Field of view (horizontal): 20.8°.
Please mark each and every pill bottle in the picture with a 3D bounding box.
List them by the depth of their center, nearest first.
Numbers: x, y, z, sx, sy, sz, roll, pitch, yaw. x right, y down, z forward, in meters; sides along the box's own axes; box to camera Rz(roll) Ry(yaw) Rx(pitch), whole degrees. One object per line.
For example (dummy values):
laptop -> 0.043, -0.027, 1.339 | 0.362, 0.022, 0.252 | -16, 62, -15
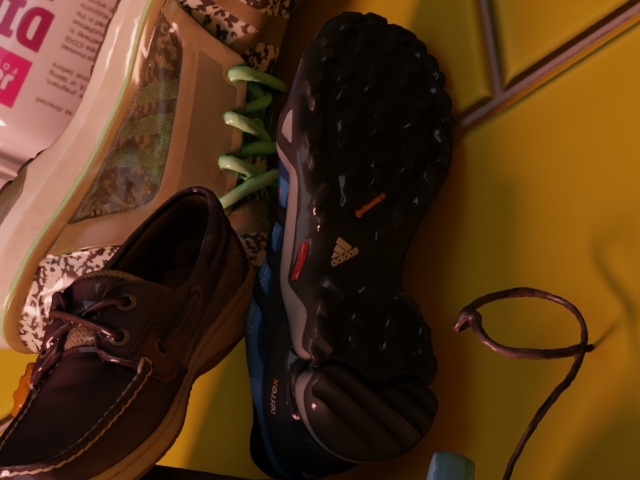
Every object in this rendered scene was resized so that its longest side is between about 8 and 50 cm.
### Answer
pill bottle -> -0.197, -0.152, 1.325 | 0.160, 0.160, 0.283 | 35, 101, 53

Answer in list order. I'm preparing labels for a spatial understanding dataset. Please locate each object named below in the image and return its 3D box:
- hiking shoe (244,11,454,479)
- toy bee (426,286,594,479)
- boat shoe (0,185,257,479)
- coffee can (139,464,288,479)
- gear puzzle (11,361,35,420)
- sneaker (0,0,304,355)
hiking shoe -> 0.000, 0.000, 1.048 | 0.132, 0.113, 0.304 | -37, 39, 51
toy bee -> 0.097, 0.174, 0.830 | 0.195, 0.298, 0.162 | 21, 122, 20
boat shoe -> -0.117, 0.059, 1.000 | 0.103, 0.092, 0.285 | -7, 23, 27
coffee can -> -0.113, 0.224, 0.995 | 0.275, 0.201, 0.201 | 0, 73, 50
gear puzzle -> -0.204, 0.228, 1.244 | 0.175, 0.044, 0.339 | -27, 53, 42
sneaker -> -0.074, -0.054, 1.186 | 0.182, 0.158, 0.410 | 39, 104, 20
